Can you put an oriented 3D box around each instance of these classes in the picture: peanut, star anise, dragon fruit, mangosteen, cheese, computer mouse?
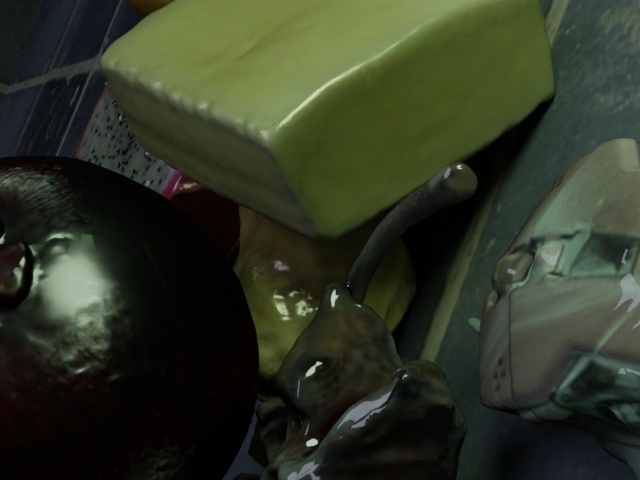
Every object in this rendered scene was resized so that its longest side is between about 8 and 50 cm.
[{"bbox_3d":[0.000,0.000,1.231,0.149,0.149,0.313,-50,24,35],"label":"peanut"},{"bbox_3d":[0.031,0.168,1.001,0.359,0.139,0.316,-49,42,36],"label":"star anise"},{"bbox_3d":[-0.111,-0.061,1.523,0.290,0.189,0.291,-37,41,41],"label":"dragon fruit"},{"bbox_3d":[-0.190,0.109,1.082,0.347,0.307,0.307,72,-156,-56],"label":"mangosteen"},{"bbox_3d":[0.002,-0.128,1.167,0.242,0.124,0.265,-36,34,-20],"label":"cheese"},{"bbox_3d":[0.161,0.025,0.867,0.389,0.115,0.199,-4,61,66],"label":"computer mouse"}]

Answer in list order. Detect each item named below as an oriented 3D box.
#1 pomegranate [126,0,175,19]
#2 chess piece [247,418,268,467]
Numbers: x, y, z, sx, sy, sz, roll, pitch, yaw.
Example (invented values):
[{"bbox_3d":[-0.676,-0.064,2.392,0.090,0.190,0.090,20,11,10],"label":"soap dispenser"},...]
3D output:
[{"bbox_3d":[-0.093,-0.331,1.616,0.307,0.307,0.307,-50,26,36],"label":"pomegranate"},{"bbox_3d":[-0.012,0.124,1.246,0.066,0.066,0.122,-37,30,52],"label":"chess piece"}]
